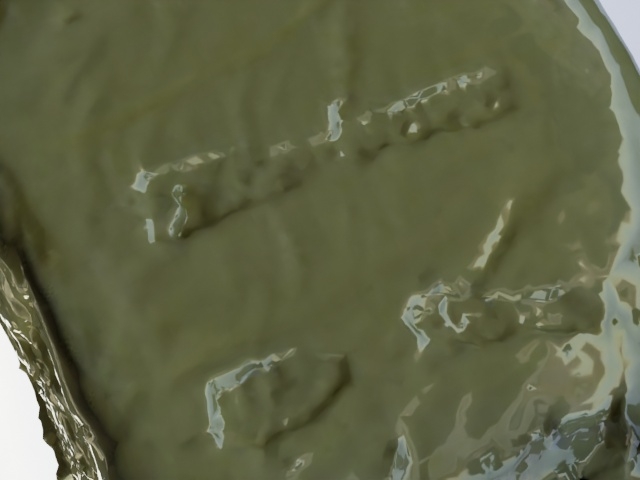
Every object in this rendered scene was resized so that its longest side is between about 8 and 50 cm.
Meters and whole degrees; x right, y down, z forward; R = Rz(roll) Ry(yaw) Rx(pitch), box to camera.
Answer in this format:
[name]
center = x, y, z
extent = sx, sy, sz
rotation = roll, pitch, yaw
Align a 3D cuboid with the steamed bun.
[steamed bun]
center = 0.000, 0.000, 0.637
extent = 0.273, 0.232, 0.166
rotation = 62, -11, 12
